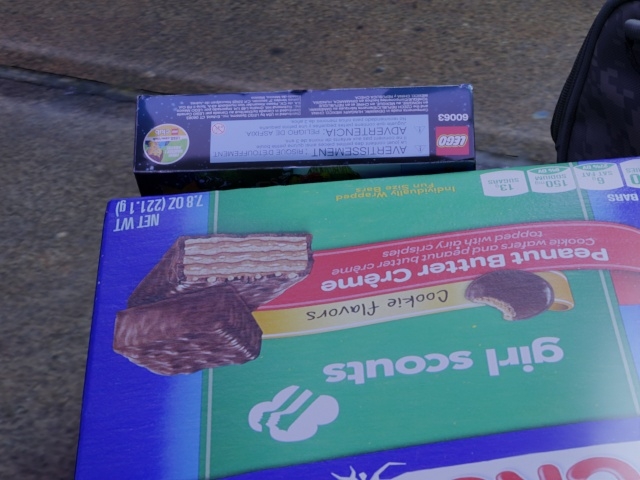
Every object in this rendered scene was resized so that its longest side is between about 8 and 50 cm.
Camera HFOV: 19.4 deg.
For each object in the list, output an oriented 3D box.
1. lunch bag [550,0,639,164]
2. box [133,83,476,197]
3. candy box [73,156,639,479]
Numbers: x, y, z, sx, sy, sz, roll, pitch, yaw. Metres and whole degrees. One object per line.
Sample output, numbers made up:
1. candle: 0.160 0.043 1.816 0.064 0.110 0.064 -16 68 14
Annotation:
1. lunch bag: 0.275 -0.053 0.989 0.305 0.256 0.212 -24 35 -33
2. box: 0.000 0.000 0.966 0.159 0.233 0.044 -2 63 4
3. candy box: 0.038 0.102 0.754 0.268 0.122 0.317 -5 35 1
